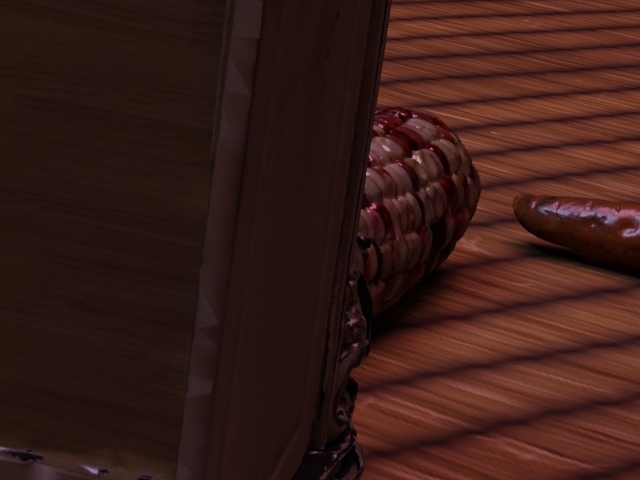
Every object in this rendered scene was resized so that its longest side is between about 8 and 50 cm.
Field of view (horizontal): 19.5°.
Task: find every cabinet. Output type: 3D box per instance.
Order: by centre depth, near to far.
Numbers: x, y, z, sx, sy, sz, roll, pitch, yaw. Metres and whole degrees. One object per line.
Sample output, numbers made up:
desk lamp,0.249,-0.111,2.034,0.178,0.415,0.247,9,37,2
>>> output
cabinet,-0.124,-0.055,0.587,0.290,0.318,0.227,11,20,10

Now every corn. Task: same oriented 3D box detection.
corn,0.000,0.000,0.829,0.086,0.086,0.253,15,21,20

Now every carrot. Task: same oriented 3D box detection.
carrot,0.193,0.002,0.967,0.191,0.047,0.047,7,19,8
